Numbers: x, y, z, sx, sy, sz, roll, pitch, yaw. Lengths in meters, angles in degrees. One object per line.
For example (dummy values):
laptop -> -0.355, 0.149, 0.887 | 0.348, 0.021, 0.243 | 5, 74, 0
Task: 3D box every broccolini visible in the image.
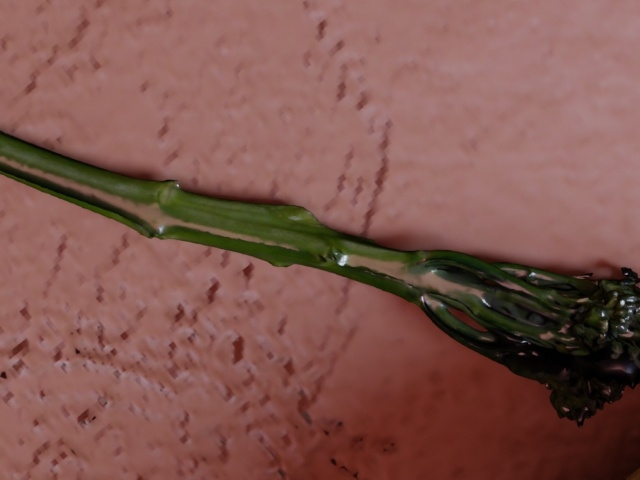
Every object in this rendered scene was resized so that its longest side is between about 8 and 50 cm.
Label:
broccolini -> 0.000, -0.001, 0.513 | 0.218, 0.044, 0.042 | 21, 119, 4

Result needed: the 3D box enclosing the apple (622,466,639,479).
apple -> 0.142, 0.149, 0.447 | 0.211, 0.211, 0.188 | 40, 80, -6
